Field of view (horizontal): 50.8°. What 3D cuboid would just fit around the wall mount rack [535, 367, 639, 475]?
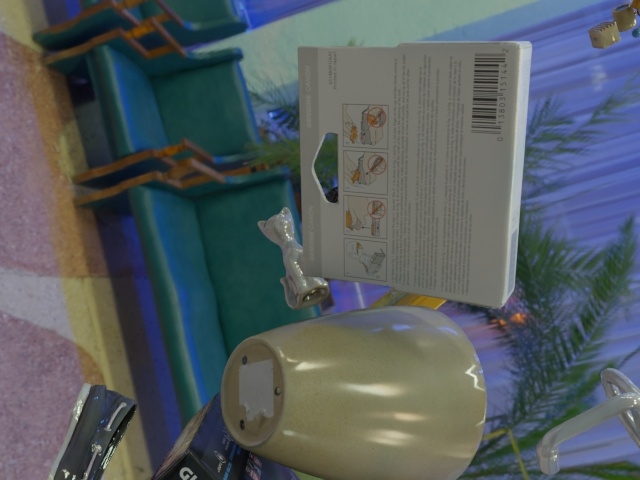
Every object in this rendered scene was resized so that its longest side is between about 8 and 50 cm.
[{"bbox_3d":[0.288,0.286,0.524,0.304,0.130,0.350,58,4,-38],"label":"wall mount rack"}]

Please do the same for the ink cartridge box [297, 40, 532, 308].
[{"bbox_3d":[0.104,-0.084,0.804,0.066,0.261,0.296,-31,125,-58],"label":"ink cartridge box"}]

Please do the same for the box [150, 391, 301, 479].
[{"bbox_3d":[-0.067,0.347,0.849,0.293,0.073,0.295,46,-2,0],"label":"box"}]

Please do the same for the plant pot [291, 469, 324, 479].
[{"bbox_3d":[-0.072,0.571,1.283,0.353,0.366,0.367,-18,-93,56],"label":"plant pot"}]

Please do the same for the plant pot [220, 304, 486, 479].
[{"bbox_3d":[0.023,0.193,0.851,0.274,0.256,0.257,14,55,-40],"label":"plant pot"}]

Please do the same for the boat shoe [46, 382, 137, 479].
[{"bbox_3d":[-0.339,0.342,0.969,0.335,0.095,0.112,-93,-157,-55],"label":"boat shoe"}]

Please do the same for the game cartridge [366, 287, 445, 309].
[{"bbox_3d":[0.122,0.156,1.317,0.053,0.285,0.324,52,-1,3],"label":"game cartridge"}]

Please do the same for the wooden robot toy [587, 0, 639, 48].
[{"bbox_3d":[0.437,-0.329,0.897,0.079,0.173,0.076,60,17,-22],"label":"wooden robot toy"}]

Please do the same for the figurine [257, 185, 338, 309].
[{"bbox_3d":[0.000,0.000,1.297,0.092,0.214,0.209,75,-10,-62],"label":"figurine"}]
